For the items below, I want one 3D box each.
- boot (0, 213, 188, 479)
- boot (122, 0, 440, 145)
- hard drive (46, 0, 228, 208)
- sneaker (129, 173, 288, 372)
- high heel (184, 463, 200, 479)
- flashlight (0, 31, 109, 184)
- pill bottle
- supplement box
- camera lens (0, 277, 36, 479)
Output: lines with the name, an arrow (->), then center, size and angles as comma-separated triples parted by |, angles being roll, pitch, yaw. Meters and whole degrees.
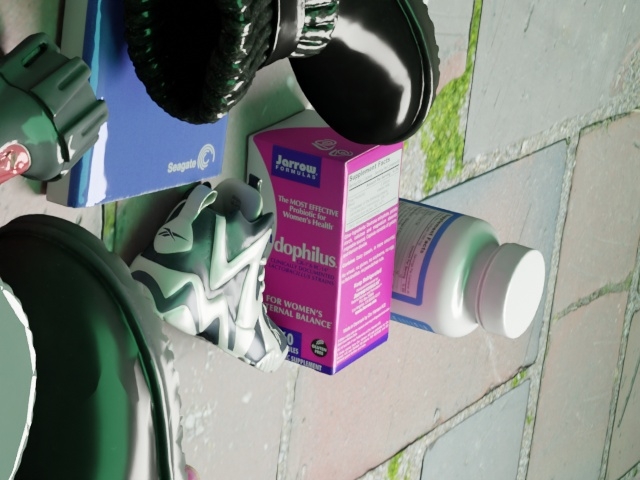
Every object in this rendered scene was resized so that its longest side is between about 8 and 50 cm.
boot -> -0.251, 0.227, 1.300 | 0.445, 0.146, 0.367 | -43, 121, -55
boot -> -0.030, -0.161, 1.535 | 0.260, 0.131, 0.348 | -59, 139, -40
hard drive -> -0.131, -0.197, 1.525 | 0.210, 0.040, 0.319 | -18, 119, -58
sneaker -> -0.074, 0.022, 1.687 | 0.235, 0.094, 0.153 | 32, 84, -51
high heel -> -0.150, 0.329, 1.717 | 0.117, 0.082, 0.244 | -19, 117, -66
flashlight -> -0.261, -0.018, 1.323 | 0.304, 0.103, 0.103 | -48, 169, -41
pill bottle -> 0.106, 0.027, 1.883 | 0.124, 0.221, 0.124 | -38, 137, -48
supplement box -> 0.000, 0.000, 1.794 | 0.114, 0.111, 0.220 | -28, 127, -53
camera lens -> -0.327, 0.072, 1.054 | 0.219, 0.274, 0.219 | -36, 134, -49
